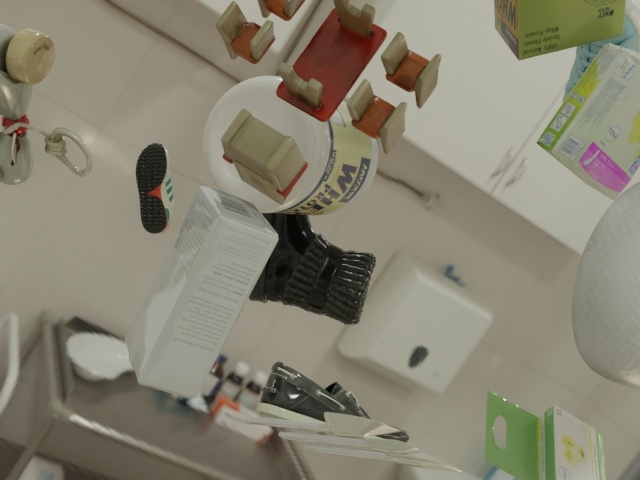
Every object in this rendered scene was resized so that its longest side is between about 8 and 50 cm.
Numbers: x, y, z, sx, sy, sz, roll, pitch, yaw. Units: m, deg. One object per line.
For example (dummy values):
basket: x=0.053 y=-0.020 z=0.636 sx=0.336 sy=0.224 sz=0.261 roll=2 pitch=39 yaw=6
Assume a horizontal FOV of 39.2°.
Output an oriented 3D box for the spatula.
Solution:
spatula: x=0.025 y=0.234 z=1.065 sx=0.242 sy=0.019 sz=0.168 roll=-5 pitch=-28 yaw=45

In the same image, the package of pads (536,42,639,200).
package of pads: x=0.551 y=-0.219 z=1.690 sx=0.101 sy=0.229 sz=0.296 roll=39 pitch=12 yaw=32

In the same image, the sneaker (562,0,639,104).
sneaker: x=0.580 y=-0.336 z=1.866 sx=0.135 sy=0.150 sz=0.366 roll=12 pitch=-31 yaw=16

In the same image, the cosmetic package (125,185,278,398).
cosmetic package: x=-0.149 y=0.062 z=1.097 sx=0.086 sy=0.231 sz=0.117 roll=21 pitch=14 yaw=-27

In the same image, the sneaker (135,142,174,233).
sneaker: x=-0.289 y=-0.089 z=1.585 sx=0.057 sy=0.161 sz=0.075 roll=-4 pitch=-5 yaw=1

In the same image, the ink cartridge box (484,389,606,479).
ink cartridge box: x=0.407 y=0.372 z=1.619 sx=0.235 sy=0.056 sz=0.171 roll=32 pitch=38 yaw=-14

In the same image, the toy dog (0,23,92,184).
toy dog: x=-0.519 y=-0.208 z=1.419 sx=0.220 sy=0.333 sz=0.161 roll=9 pitch=38 yaw=27

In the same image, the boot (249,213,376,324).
boot: x=0.000 y=0.002 z=1.987 sx=0.260 sy=0.347 sz=0.131 roll=8 pitch=-10 yaw=10

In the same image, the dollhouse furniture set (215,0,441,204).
dollhouse furniture set: x=-0.016 y=-0.187 z=1.154 sx=0.262 sy=0.259 sz=0.135 roll=33 pitch=-10 yaw=13

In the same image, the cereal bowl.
cereal bowl: x=0.542 y=0.077 z=1.353 sx=0.339 sy=0.338 sz=0.141 roll=27 pitch=-2 yaw=-38

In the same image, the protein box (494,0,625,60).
protein box: x=0.419 y=-0.457 z=1.586 sx=0.136 sy=0.200 sz=0.201 roll=-106 pitch=-177 yaw=-49

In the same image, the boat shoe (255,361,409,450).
boat shoe: x=0.028 y=0.230 z=1.207 sx=0.233 sy=0.079 sz=0.084 roll=24 pitch=-25 yaw=-23

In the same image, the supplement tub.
supplement tub: x=-0.041 y=-0.163 z=1.647 sx=0.235 sy=0.235 sz=0.325 roll=36 pitch=14 yaw=19
